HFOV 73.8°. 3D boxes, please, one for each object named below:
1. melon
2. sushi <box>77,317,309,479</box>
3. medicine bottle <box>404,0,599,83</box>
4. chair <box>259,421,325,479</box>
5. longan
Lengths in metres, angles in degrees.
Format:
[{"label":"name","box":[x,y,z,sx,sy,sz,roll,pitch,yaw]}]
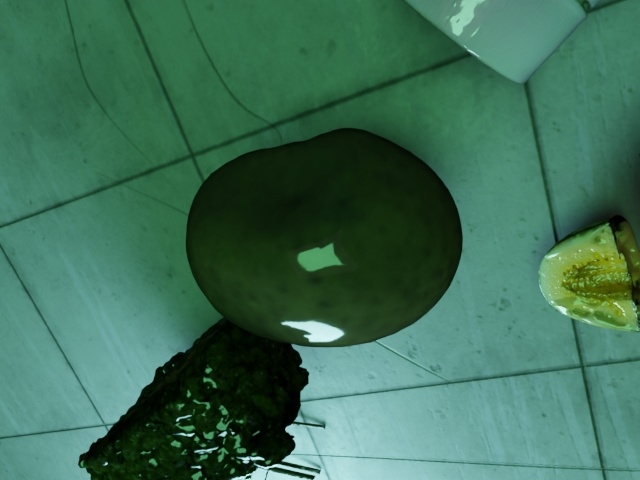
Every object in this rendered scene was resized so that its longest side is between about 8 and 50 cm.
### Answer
[{"label":"melon","box":[0.370,0.039,0.582,0.128,0.079,0.160,-13,108,38]},{"label":"sushi","box":[-0.181,0.258,0.685,0.352,0.294,0.178,-39,100,26]},{"label":"medicine bottle","box":[0.219,-0.328,0.383,0.241,0.241,0.302,37,125,-1]},{"label":"chair","box":[-0.164,0.421,0.820,0.326,0.160,0.170,11,111,9]},{"label":"longan","box":[0.000,0.000,0.554,0.351,0.288,0.288,-4,109,13]}]
